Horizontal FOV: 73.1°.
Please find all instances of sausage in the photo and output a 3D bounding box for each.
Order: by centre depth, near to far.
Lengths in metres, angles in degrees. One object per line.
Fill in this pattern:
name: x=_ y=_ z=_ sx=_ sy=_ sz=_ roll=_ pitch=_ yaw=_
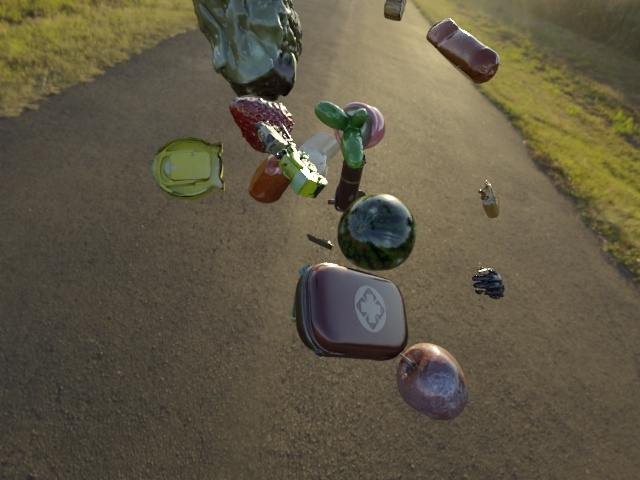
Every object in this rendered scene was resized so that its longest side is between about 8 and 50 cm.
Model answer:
sausage: x=0.432 y=-0.583 z=1.326 sx=0.094 sy=0.097 sz=0.348 roll=39 pitch=21 yaw=-43
sausage: x=-0.217 y=-0.276 z=1.928 sx=0.141 sy=0.268 sz=0.153 roll=22 pitch=42 yaw=-27

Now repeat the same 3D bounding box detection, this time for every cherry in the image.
cherry: x=0.352 y=0.444 z=1.378 sx=0.285 sy=0.213 sz=0.236 roll=45 pitch=30 yaw=-8

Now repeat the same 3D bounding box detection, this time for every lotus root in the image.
lotus root: x=0.304 y=-0.992 z=1.663 sx=0.075 sy=0.260 sz=0.170 roll=14 pitch=27 yaw=15

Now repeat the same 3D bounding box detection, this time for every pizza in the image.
pizza: x=0.624 y=-0.147 z=1.590 sx=0.056 sy=0.134 sz=0.271 roll=-18 pitch=8 yaw=26

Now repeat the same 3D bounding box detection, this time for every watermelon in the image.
watermelon: x=0.203 y=-0.026 z=1.548 sx=0.285 sy=0.285 sz=0.285 roll=9 pitch=35 yaw=-6

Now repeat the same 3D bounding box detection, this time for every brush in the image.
brush: x=0.000 y=0.000 z=1.650 sx=0.028 sy=0.034 sz=0.190 roll=-31 pitch=23 yaw=-19

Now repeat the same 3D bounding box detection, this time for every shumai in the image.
shumai: x=-0.133 y=-0.356 z=0.777 sx=0.189 sy=0.256 sz=0.218 roll=-6 pitch=74 yaw=16

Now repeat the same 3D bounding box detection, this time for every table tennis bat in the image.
table tennis bat: x=0.141 y=-0.204 z=2.252 sx=0.235 sy=0.131 sz=0.022 roll=-4 pitch=34 yaw=-33

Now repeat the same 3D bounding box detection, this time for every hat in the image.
hat: x=0.002 y=-0.421 z=2.321 sx=0.301 sy=0.258 sz=0.168 roll=-44 pitch=49 yaw=-4

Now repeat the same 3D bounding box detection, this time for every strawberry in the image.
strawberry: x=-0.220 y=-0.435 z=1.550 sx=0.244 sy=0.205 sz=0.205 roll=28 pitch=15 yaw=-50

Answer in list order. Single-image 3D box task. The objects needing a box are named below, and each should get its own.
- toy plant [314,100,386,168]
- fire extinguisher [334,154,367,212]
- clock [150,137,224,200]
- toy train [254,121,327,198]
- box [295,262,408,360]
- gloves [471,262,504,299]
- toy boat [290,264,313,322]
toy plant: x=0.158 y=-0.470 z=1.871 sx=0.316 sy=0.211 sz=0.356 roll=59 pitch=27 yaw=4
fire extinguisher: x=0.139 y=-0.251 z=1.984 sx=0.142 sy=0.341 sz=0.105 roll=-21 pitch=52 yaw=-26
clock: x=-0.539 y=-0.290 z=1.779 sx=0.294 sy=0.071 sz=0.276 roll=2 pitch=69 yaw=-8
toy train: x=-0.072 y=-0.184 z=0.934 sx=0.085 sy=0.053 sz=0.249 roll=10 pitch=35 yaw=-46
box: x=0.102 y=0.207 z=1.229 sx=0.404 sy=0.108 sz=0.263 roll=16 pitch=60 yaw=-40
gloves: x=0.713 y=0.168 z=1.829 sx=0.106 sy=0.181 sz=0.129 roll=1 pitch=67 yaw=33
toy boat: x=-0.052 y=0.221 z=1.737 sx=0.084 sy=0.111 sz=0.276 roll=43 pitch=31 yaw=-28
